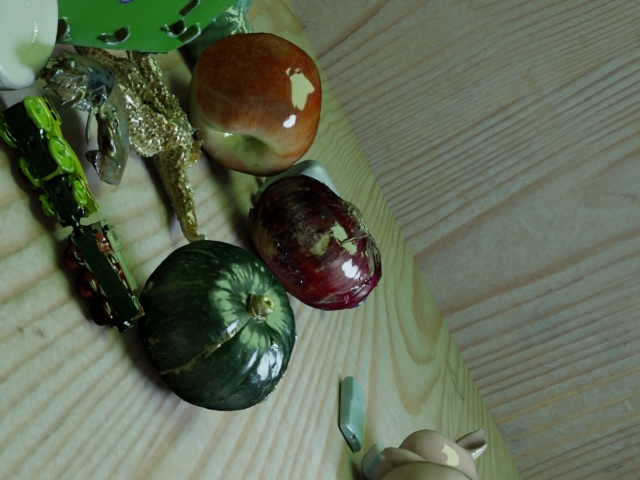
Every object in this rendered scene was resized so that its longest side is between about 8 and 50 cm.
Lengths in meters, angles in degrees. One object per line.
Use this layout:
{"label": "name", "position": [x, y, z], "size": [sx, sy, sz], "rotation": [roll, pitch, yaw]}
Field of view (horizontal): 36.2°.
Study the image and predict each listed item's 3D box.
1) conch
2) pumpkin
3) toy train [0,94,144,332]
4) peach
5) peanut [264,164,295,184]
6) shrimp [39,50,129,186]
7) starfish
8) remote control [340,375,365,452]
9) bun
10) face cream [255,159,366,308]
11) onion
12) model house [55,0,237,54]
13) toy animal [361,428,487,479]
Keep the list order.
{"label": "conch", "position": [-0.188, -0.418, 1.792], "size": [0.277, 0.195, 0.220], "rotation": [45, -20, 28]}
{"label": "pumpkin", "position": [-0.110, 0.092, 1.065], "size": [0.190, 0.146, 0.190], "rotation": [-8, 90, -69]}
{"label": "toy train", "position": [-0.241, -0.025, 0.969], "size": [0.249, 0.053, 0.085], "rotation": [64, 8, -4]}
{"label": "peach", "position": [-0.104, -0.237, 1.611], "size": [0.232, 0.232, 0.256], "rotation": [56, 32, -38]}
{"label": "peanut", "position": [-0.032, -0.053, 1.873], "size": [0.103, 0.098, 0.229], "rotation": [12, -38, 49]}
{"label": "shrimp", "position": [-0.242, -0.134, 1.044], "size": [0.251, 0.052, 0.143], "rotation": [9, 69, -82]}
{"label": "starfish", "position": [-0.223, -0.180, 1.311], "size": [0.293, 0.084, 0.301], "rotation": [60, 16, -30]}
{"label": "remote control", "position": [0.058, 0.297, 1.694], "size": [0.061, 0.029, 0.162], "rotation": [59, 13, -19]}
{"label": "bun", "position": [-0.319, -0.214, 0.939], "size": [0.138, 0.094, 0.138], "rotation": [10, 90, -82]}
{"label": "face cream", "position": [0.000, 0.000, 1.799], "size": [0.291, 0.144, 0.071], "rotation": [62, -5, -24]}
{"label": "onion", "position": [-0.013, 0.008, 1.600], "size": [0.246, 0.190, 0.246], "rotation": [47, 2, -2]}
{"label": "model house", "position": [-0.217, -0.432, 1.103], "size": [0.300, 0.340, 0.323], "rotation": [-13, 74, -57]}
{"label": "toy animal", "position": [0.164, 0.412, 1.586], "size": [0.213, 0.195, 0.256], "rotation": [28, 17, -11]}
